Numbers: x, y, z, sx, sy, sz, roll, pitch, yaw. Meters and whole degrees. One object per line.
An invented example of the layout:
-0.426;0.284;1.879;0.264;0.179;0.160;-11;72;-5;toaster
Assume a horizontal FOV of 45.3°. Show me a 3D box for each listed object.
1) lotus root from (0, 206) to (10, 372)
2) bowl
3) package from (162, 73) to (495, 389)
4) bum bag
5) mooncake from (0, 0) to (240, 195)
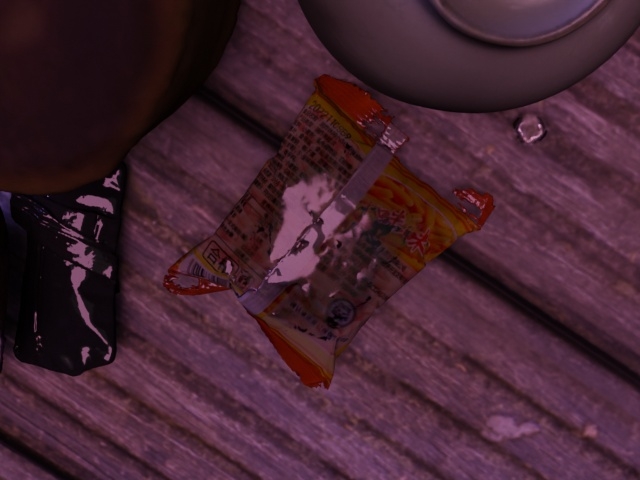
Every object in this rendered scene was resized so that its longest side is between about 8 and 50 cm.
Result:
-0.432;0.020;0.774;0.272;0.192;0.272;-5;141;-4;lotus root
0.142;-0.259;0.621;0.354;0.185;0.354;-1;114;-3;bowl
0.006;0.004;0.773;0.223;0.108;0.288;38;100;-4;package
-0.272;0.021;0.831;0.123;0.060;0.248;5;100;4;bum bag
-0.272;-0.249;0.663;0.394;0.246;0.393;34;121;-5;mooncake
